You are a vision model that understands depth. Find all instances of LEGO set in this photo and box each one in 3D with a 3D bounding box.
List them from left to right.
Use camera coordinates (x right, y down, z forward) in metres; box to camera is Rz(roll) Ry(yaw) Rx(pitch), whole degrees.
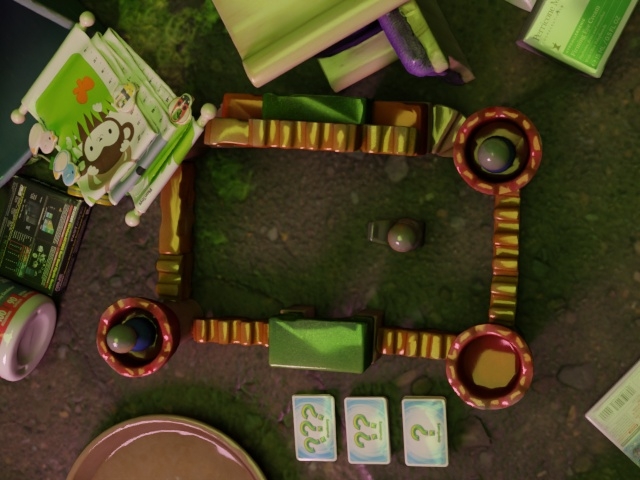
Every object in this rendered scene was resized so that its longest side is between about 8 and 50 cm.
[{"bbox_3d":[0.052,0.297,1.260,0.182,0.060,0.244,-1,94,18],"label":"LEGO set"}]

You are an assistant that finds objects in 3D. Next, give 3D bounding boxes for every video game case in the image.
[{"bbox_3d":[0.385,0.178,1.188,0.143,0.019,0.157,43,101,7],"label":"video game case"}]

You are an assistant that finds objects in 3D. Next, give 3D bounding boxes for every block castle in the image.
[{"bbox_3d":[0.000,0.000,1.169,0.453,0.213,0.303,4,95,14],"label":"block castle"}]

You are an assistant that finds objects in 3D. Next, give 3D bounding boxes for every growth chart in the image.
[{"bbox_3d":[-0.219,-0.122,1.151,0.237,0.021,0.172,41,105,30],"label":"growth chart"}]

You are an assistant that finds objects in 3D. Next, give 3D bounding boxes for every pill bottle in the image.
[{"bbox_3d":[-0.415,0.084,1.330,0.180,0.108,0.108,21,99,11],"label":"pill bottle"}]

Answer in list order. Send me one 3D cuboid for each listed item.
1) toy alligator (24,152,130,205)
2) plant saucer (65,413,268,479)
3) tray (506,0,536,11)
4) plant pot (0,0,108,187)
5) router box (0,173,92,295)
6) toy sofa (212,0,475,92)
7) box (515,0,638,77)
[{"bbox_3d":[-0.271,-0.081,1.313,0.190,0.051,0.056,18,98,35],"label":"toy alligator"},{"bbox_3d":[-0.173,0.337,1.325,0.278,0.041,0.278,1,95,14],"label":"plant saucer"},{"bbox_3d":[0.145,-0.365,1.201,0.270,0.030,0.145,29,99,10],"label":"tray"},{"bbox_3d":[-0.424,-0.240,1.247,0.248,0.247,0.252,-44,67,13],"label":"plant pot"},{"bbox_3d":[-0.332,-0.007,1.339,0.092,0.038,0.122,22,99,12],"label":"router box"},{"bbox_3d":[0.031,-0.201,1.068,0.150,0.362,0.177,-26,91,14],"label":"toy sofa"},{"bbox_3d":[0.260,-0.227,1.141,0.087,0.102,0.101,26,100,2],"label":"box"}]
